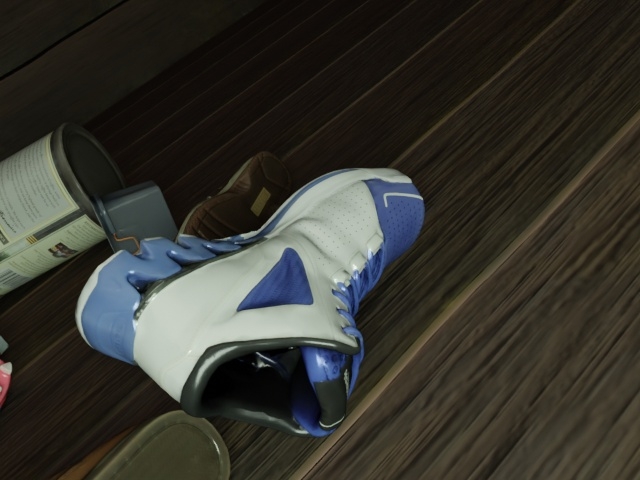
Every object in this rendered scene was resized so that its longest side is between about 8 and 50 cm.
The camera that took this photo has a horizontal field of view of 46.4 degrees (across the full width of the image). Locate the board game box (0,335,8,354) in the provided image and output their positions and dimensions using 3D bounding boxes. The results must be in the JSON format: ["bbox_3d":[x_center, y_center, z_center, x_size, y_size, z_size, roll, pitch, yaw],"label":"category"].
[{"bbox_3d":[-0.614,0.165,1.071,0.275,0.144,0.142,-14,29,34],"label":"board game box"}]

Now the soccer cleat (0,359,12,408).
[{"bbox_3d":[-0.414,0.226,0.819,0.095,0.083,0.248,-52,17,30],"label":"soccer cleat"}]

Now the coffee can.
[{"bbox_3d":[-0.487,-0.048,1.266,0.275,0.201,0.201,-27,24,8],"label":"coffee can"}]

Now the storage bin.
[{"bbox_3d":[-0.243,-0.014,1.012,0.091,0.135,0.098,-26,22,-14],"label":"storage bin"}]

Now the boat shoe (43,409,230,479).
[{"bbox_3d":[-0.191,0.229,0.483,0.307,0.111,0.104,-30,2,-43],"label":"boat shoe"}]

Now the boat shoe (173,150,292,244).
[{"bbox_3d":[-0.118,-0.013,0.922,0.095,0.095,0.257,-31,13,36],"label":"boat shoe"}]

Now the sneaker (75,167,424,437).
[{"bbox_3d":[-0.010,0.061,0.603,0.315,0.127,0.182,-23,48,-36],"label":"sneaker"}]
